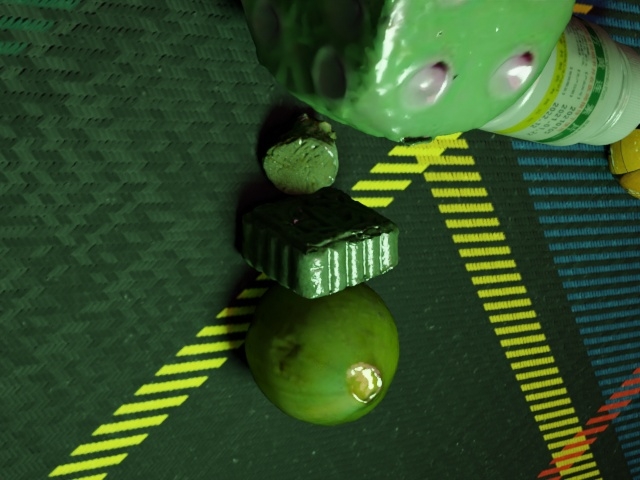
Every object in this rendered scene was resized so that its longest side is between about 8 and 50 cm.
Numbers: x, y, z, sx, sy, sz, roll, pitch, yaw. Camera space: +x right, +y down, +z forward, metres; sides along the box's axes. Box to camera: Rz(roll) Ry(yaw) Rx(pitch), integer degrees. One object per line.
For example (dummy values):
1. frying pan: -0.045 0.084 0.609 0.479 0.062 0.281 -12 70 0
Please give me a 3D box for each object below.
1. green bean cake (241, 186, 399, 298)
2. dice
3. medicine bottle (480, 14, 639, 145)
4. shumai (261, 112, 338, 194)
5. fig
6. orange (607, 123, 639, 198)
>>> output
1. green bean cake: 0.000 0.000 1.624 0.183 0.185 0.094 -16 122 -33
2. dice: 0.104 -0.335 1.388 0.330 0.318 0.322 -13 134 -33
3. medicine bottle: 0.363 -0.259 1.776 0.339 0.208 0.208 5 110 -43
4. shumai: -0.023 -0.130 1.611 0.099 0.124 0.087 45 41 -28
5. fig: 0.016 0.171 1.681 0.239 0.271 0.239 -11 116 -23
6. orange: 0.652 -0.179 2.113 0.234 0.182 0.234 -20 136 -21
